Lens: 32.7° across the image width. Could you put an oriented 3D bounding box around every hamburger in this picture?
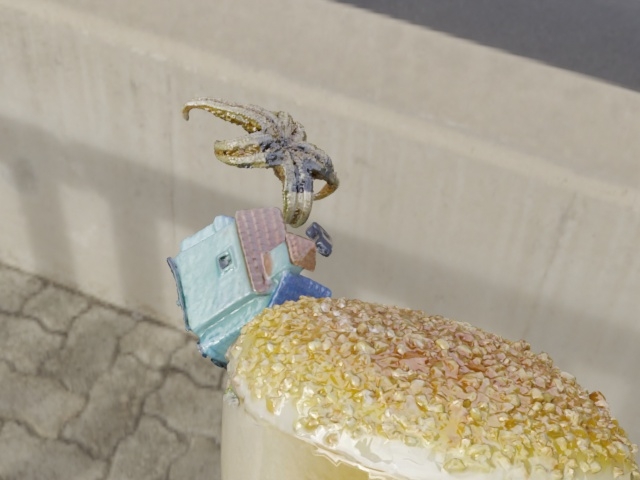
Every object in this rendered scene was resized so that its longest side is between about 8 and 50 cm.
[{"bbox_3d":[0.066,0.138,0.751,0.302,0.302,0.170,11,92,6],"label":"hamburger"}]

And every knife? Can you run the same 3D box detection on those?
[{"bbox_3d":[0.000,0.000,1.205,0.031,0.121,0.018,44,93,-7],"label":"knife"}]

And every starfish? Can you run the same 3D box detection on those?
[{"bbox_3d":[-0.060,-0.103,1.191,0.190,0.074,0.146,41,33,-7],"label":"starfish"}]

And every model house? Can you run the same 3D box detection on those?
[{"bbox_3d":[-0.049,0.035,1.045,0.148,0.119,0.148,-33,52,26],"label":"model house"}]

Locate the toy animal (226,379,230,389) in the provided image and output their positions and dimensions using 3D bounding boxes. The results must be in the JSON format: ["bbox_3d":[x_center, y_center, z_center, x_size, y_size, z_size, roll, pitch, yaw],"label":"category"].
[{"bbox_3d":[-0.048,0.164,0.982,0.083,0.089,0.150,-13,88,-27],"label":"toy animal"}]
